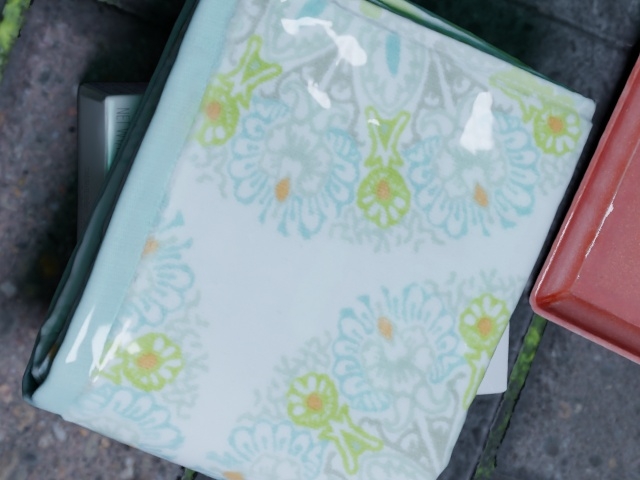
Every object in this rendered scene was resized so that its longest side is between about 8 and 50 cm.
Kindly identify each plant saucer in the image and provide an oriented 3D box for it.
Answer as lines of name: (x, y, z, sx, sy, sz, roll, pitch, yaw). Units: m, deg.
plant saucer: (0.337, -0.006, 1.487, 0.259, 0.048, 0.258, 27, 101, 18)

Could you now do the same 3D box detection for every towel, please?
towel: (0.000, 0.000, 1.319, 0.320, 0.090, 0.374, 24, 90, -21)

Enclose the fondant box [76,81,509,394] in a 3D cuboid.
fondant box: (-0.018, 0.001, 1.411, 0.330, 0.096, 0.238, -2, 100, -21)
